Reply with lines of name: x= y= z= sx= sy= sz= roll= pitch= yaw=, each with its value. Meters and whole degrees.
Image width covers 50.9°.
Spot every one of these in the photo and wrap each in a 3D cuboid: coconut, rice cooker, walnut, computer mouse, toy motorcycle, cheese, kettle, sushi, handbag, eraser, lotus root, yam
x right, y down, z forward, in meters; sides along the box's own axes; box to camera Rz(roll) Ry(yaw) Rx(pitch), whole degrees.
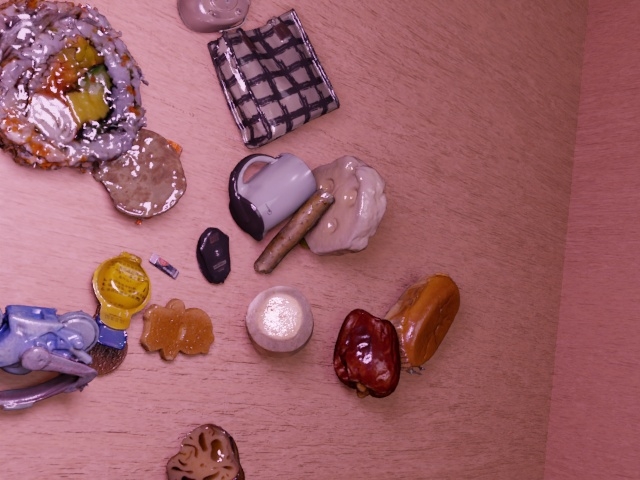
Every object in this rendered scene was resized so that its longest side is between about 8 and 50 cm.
coconut: x=-0.116 y=0.236 z=1.938 sx=0.202 sy=0.222 sz=0.202 roll=1 pitch=73 yaw=-4
rice cooker: x=-0.286 y=-0.644 z=1.835 sx=0.206 sy=0.127 sz=0.145 roll=-22 pitch=105 yaw=-32
walnut: x=0.161 y=0.371 z=2.191 sx=0.244 sy=0.221 sz=0.269 roll=66 pitch=34 yaw=-62
computer mouse: x=-0.299 y=0.041 z=1.864 sx=0.099 sy=0.057 sz=0.172 roll=-30 pitch=121 yaw=-41
toy motorcycle: x=-0.645 y=0.254 z=1.455 sx=0.319 sy=0.182 sz=0.241 roll=16 pitch=78 yaw=-37
cheese: x=-0.493 y=0.143 z=1.648 sx=0.156 sy=0.064 sz=0.250 roll=26 pitch=54 yaw=-31
kettle: x=-0.157 y=-0.148 z=1.924 sx=0.236 sy=0.161 sz=0.221 roll=-42 pitch=119 yaw=-31
sushi: x=-0.575 y=-0.345 z=1.531 sx=0.417 sy=0.175 sz=0.418 roll=1 pitch=89 yaw=-42
handbag: x=-0.137 y=-0.470 z=1.949 sx=0.325 sy=0.162 sz=0.327 roll=-33 pitch=106 yaw=-40
eraser: x=-0.413 y=0.069 z=1.781 sx=0.099 sy=0.019 sz=0.027 roll=41 pitch=63 yaw=-33
cheese: x=0.054 y=-0.108 z=2.016 sx=0.115 sy=0.326 sz=0.318 roll=7 pitch=123 yaw=-44
lotus root: x=-0.296 y=0.620 z=1.811 sx=0.188 sy=0.199 sz=0.180 roll=-23 pitch=145 yaw=-4
yam: x=-0.079 y=-0.025 z=1.957 sx=0.317 sy=0.067 sz=0.071 roll=-48 pitch=145 yaw=8

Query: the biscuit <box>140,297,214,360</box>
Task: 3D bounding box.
biscuit: x=-0.378 y=0.239 z=1.801 sx=0.225 sy=0.036 sz=0.166 roll=10 pitch=84 yaw=-45

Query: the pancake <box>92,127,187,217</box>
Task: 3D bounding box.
pancake: x=-0.449 y=-0.169 z=1.679 sx=0.236 sy=0.042 sz=0.222 roll=36 pitch=67 yaw=-2

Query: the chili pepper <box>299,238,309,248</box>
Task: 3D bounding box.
chili pepper: x=0.000 y=0.000 z=2.140 sx=0.201 sy=0.052 sz=0.050 roll=-10 pitch=111 yaw=-42

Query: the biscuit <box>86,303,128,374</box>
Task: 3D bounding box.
biscuit: x=-0.533 y=0.244 z=1.665 sx=0.124 sy=0.026 sz=0.175 roll=14 pitch=81 yaw=-43

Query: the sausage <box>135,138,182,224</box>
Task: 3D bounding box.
sausage: x=-0.429 y=-0.147 z=1.735 sx=0.071 sy=0.071 sz=0.234 roll=31 pitch=70 yaw=-38

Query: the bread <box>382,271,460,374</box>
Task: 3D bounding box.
bread: x=0.351 y=0.284 z=2.368 sx=0.236 sy=0.183 sz=0.389 roll=50 pitch=58 yaw=-33
